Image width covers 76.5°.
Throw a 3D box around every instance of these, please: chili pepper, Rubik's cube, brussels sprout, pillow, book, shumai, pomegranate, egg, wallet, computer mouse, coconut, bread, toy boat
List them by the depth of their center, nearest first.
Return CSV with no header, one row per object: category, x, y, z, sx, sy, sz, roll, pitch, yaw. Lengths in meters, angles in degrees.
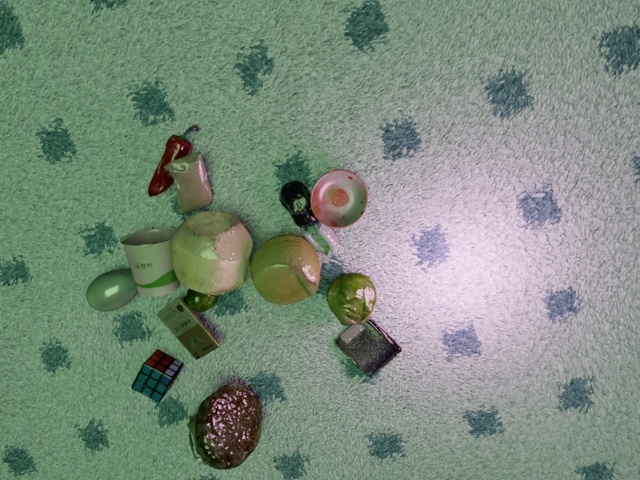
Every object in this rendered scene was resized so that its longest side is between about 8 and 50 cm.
coconut,-0.470,0.068,1.791,0.347,0.346,0.360,12,123,1
bread,-0.151,0.131,1.815,0.321,0.237,0.320,-2,126,-3
pillow,-0.585,-0.255,1.819,0.174,0.067,0.270,-15,126,-11
chili pepper,-0.668,-0.356,1.825,0.110,0.110,0.387,30,101,-3
toy boat,0.000,0.000,1.831,0.134,0.078,0.207,-12,136,36
computer mouse,-0.090,-0.160,1.837,0.137,0.096,0.233,-37,96,9
brussels sprout,0.147,0.267,1.863,0.244,0.244,0.243,1,102,3
egg,-0.978,0.232,1.928,0.264,0.183,0.182,-29,99,4
pomegranate,-0.586,0.276,1.945,0.169,0.122,0.143,-16,103,6
wallet,0.230,0.513,1.981,0.262,0.071,0.221,43,106,-2
book,-0.649,0.437,1.993,0.217,0.021,0.310,-34,98,33
shumai,-0.508,0.910,1.996,0.348,0.395,0.395,-24,100,34
Rubik's cube,-0.808,0.671,2.024,0.161,0.163,0.162,29,98,-3

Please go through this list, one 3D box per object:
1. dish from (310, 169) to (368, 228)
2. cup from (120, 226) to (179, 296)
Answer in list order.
dish,0.078,-0.188,1.814,0.261,0.085,0.260,-2,103,-9
cup,-0.760,0.099,1.867,0.253,0.253,0.273,-1,108,4
